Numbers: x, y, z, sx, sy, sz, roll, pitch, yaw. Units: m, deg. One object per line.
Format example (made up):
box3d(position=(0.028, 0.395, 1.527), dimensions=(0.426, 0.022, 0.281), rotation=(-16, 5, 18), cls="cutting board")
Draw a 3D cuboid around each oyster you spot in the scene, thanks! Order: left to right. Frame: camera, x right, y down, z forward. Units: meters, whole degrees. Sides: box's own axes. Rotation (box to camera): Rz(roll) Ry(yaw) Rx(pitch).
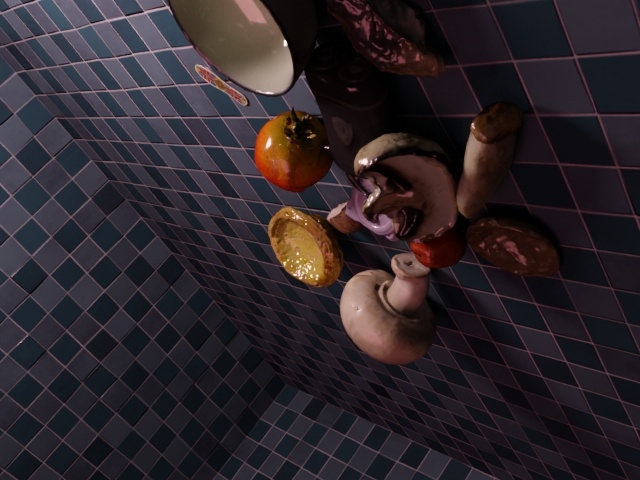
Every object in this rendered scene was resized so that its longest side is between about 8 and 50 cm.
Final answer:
box3d(position=(0.092, -0.433, 1.421), dimensions=(0.166, 0.110, 0.341), rotation=(3, 137, 54), cls="oyster")

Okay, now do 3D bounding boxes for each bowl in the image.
box3d(position=(-0.137, -0.493, 1.564), dimensions=(0.353, 0.185, 0.354), rotation=(33, 157, 16), cls="bowl")

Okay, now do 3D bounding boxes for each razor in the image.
box3d(position=(0.077, -0.288, 1.707), dimensions=(0.204, 0.113, 0.349), rotation=(27, 156, 27), cls="razor")

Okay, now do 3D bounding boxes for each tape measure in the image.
box3d(position=(0.150, -0.100, 1.902), dimensions=(0.196, 0.105, 0.178), rotation=(31, 132, 35), cls="tape measure")

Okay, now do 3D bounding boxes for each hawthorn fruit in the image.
box3d(position=(0.294, 0.009, 1.875), dimensions=(0.133, 0.137, 0.133), rotation=(157, 90, -82), cls="hawthorn fruit")

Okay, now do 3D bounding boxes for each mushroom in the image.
box3d(position=(0.082, -0.068, 2.165), dimensions=(0.094, 0.072, 0.209), rotation=(36, 158, -13), cls="mushroom")
box3d(position=(0.192, 0.212, 2.230), dimensions=(0.315, 0.315, 0.356), rotation=(24, 161, 33), cls="mushroom")
box3d(position=(0.194, -0.130, 1.703), dimensions=(0.247, 0.130, 0.344), rotation=(-24, 139, 25), cls="mushroom")
box3d(position=(0.343, -0.162, 1.542), dimensions=(0.333, 0.107, 0.087), rotation=(83, 169, -59), cls="mushroom")

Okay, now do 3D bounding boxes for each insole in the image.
box3d(position=(-0.282, -0.442, 2.119), dimensions=(0.193, 0.006, 0.065), rotation=(37, 157, 9), cls="insole")

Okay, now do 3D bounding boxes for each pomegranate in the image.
box3d(position=(-0.066, -0.233, 1.914), dimensions=(0.210, 0.210, 0.235), rotation=(36, 157, 9), cls="pomegranate")

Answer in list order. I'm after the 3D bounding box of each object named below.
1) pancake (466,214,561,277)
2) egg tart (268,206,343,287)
box3d(position=(0.459, 0.011, 1.764), dimensions=(0.241, 0.050, 0.242), rotation=(27, 161, 10), cls="pancake")
box3d(position=(-0.032, 0.010, 2.369), dimensions=(0.294, 0.123, 0.294), rotation=(28, 136, 31), cls="egg tart")
